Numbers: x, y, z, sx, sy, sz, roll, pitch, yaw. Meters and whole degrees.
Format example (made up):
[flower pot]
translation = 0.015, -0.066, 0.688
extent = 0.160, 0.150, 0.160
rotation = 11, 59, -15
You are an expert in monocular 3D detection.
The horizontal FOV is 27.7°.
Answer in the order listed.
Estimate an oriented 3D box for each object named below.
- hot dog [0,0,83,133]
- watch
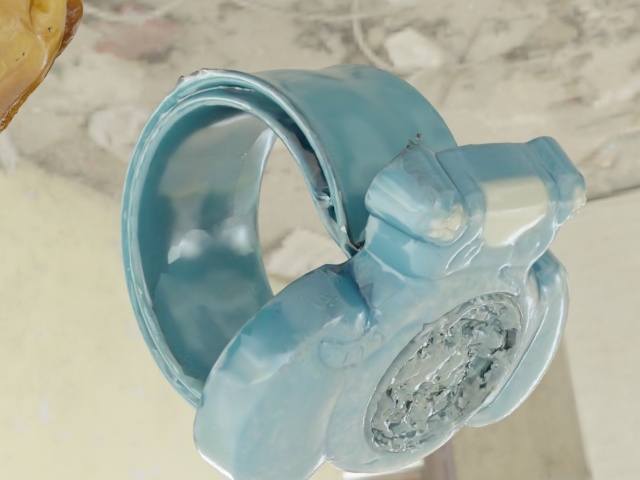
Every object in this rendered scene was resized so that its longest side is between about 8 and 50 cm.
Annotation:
[hot dog]
translation = -0.144, -0.029, 0.423
extent = 0.055, 0.072, 0.188
rotation = 38, 110, -17
[watch]
translation = 0.000, 0.000, 0.606
extent = 0.211, 0.193, 0.211
rotation = -29, 141, -27
